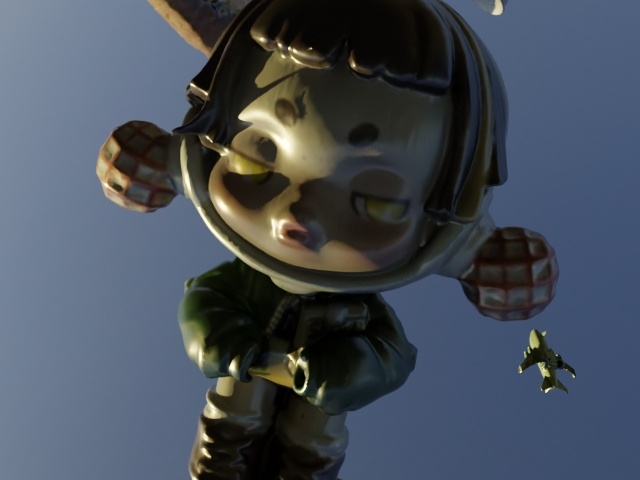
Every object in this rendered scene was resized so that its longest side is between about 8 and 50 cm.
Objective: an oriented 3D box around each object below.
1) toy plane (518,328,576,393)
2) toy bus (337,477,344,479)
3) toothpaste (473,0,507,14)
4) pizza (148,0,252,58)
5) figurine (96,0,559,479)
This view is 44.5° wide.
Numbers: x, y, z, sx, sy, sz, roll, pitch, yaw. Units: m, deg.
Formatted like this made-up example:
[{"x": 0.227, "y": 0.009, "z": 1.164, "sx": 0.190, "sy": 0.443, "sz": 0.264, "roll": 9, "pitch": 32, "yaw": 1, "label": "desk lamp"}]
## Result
[{"x": 0.347, "y": 0.184, "z": 1.207, "sx": 0.102, "sy": 0.040, "sz": 0.111, "roll": 10, "pitch": -126, "yaw": -24, "label": "toy plane"}, {"x": -0.023, "y": 0.432, "z": 0.847, "sx": 0.144, "sy": 0.152, "sz": 0.330, "roll": 25, "pitch": -121, "yaw": 4, "label": "toy bus"}, {"x": 0.286, "y": -0.390, "z": 0.904, "sx": 0.299, "sy": 0.114, "sz": 0.073, "roll": -46, "pitch": -155, "yaw": -3, "label": "toothpaste"}, {"x": -0.148, "y": -0.332, "z": 0.861, "sx": 0.080, "sy": 0.435, "sz": 0.392, "roll": -28, "pitch": -175, "yaw": 21, "label": "pizza"}, {"x": 0.000, "y": 0.000, "z": 0.488, "sx": 0.281, "sy": 0.370, "sz": 0.167, "roll": 16, "pitch": -160, "yaw": 7, "label": "figurine"}]
